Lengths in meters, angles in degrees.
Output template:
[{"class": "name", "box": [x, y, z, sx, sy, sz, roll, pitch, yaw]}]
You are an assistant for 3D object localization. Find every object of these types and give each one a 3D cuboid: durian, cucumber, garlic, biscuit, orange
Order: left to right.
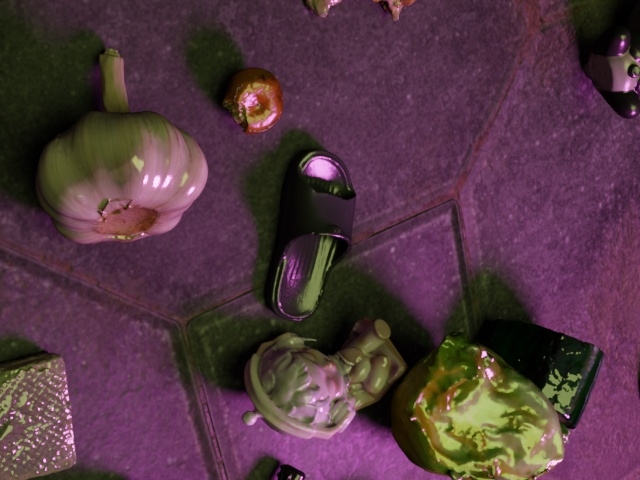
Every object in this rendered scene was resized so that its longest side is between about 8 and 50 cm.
[{"class": "biscuit", "box": [-0.413, 0.226, 1.222, 0.252, 0.052, 0.150, -11, 108, -33]}, {"class": "garlic", "box": [-0.245, -0.118, 1.218, 0.199, 0.199, 0.225, -1, 69, -35]}, {"class": "orange", "box": [-0.086, -0.182, 1.347, 0.086, 0.062, 0.086, -10, 118, -20]}, {"class": "durian", "box": [0.223, 0.274, 1.559, 0.256, 0.339, 0.204, 33, 74, 4]}, {"class": "cucumber", "box": [0.351, 0.211, 1.686, 0.191, 0.191, 0.130, 35, 72, -36]}]

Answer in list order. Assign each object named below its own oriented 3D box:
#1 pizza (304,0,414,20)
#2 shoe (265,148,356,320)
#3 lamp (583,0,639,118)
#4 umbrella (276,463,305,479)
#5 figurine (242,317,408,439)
[{"class": "pizza", "box": [0.066, -0.405, 1.387, 0.324, 0.089, 0.223, -6, 102, -34]}, {"class": "shoe", "box": [0.000, 0.000, 1.435, 0.108, 0.093, 0.241, 10, 98, -35]}, {"class": "lamp", "box": [0.556, -0.309, 1.703, 0.244, 0.198, 0.197, -24, 115, -19]}, {"class": "umbrella", "box": [-0.095, 0.436, 1.498, 0.053, 0.052, 0.250, 38, 79, -34]}, {"class": "figurine", "box": [-0.004, 0.193, 1.445, 0.237, 0.162, 0.141, -11, 145, -37]}]
